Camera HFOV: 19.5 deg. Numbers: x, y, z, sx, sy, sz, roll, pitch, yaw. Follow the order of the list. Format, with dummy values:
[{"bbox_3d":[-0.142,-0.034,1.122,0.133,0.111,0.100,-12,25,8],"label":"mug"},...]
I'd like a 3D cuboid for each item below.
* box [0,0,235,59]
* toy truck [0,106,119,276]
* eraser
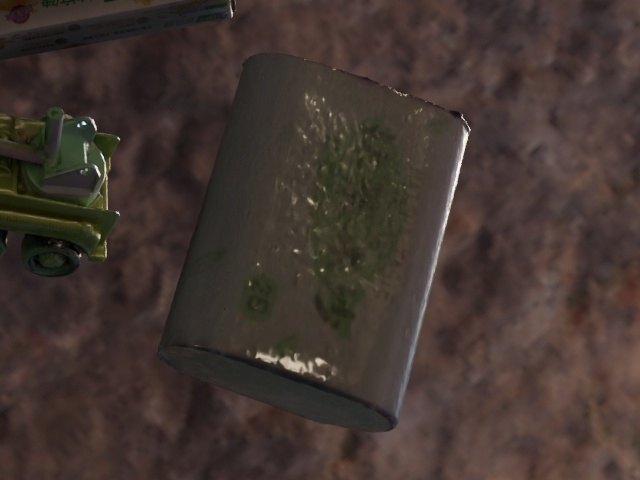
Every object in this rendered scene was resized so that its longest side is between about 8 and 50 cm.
[{"bbox_3d":[-0.164,-0.168,1.310,0.207,0.050,0.041,-11,-19,-2],"label":"box"},{"bbox_3d":[-0.276,-0.069,1.391,0.259,0.128,0.135,8,-32,-18],"label":"toy truck"},{"bbox_3d":[0.000,0.000,1.290,0.081,0.174,0.227,130,157,-66],"label":"eraser"}]
